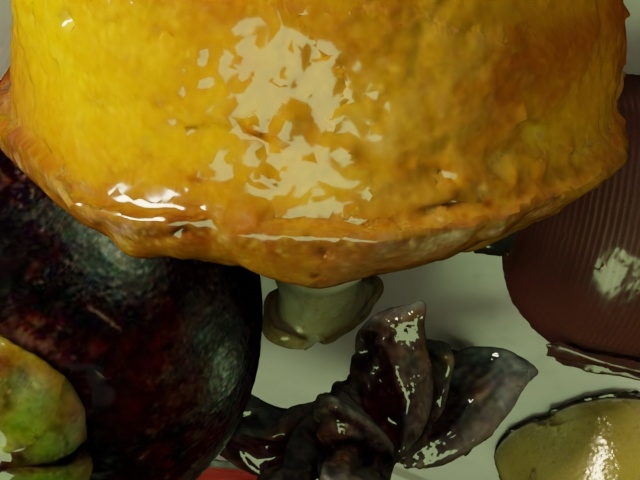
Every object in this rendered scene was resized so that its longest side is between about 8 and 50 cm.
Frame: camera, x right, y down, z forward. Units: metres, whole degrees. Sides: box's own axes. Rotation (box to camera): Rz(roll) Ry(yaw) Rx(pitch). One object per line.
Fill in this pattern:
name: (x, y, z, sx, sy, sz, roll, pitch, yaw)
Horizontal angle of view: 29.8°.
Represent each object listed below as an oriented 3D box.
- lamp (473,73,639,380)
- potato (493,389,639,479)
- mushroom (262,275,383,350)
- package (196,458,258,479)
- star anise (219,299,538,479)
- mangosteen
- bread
lamp: (0.208, -0.001, 0.702, 0.258, 0.180, 0.180, 9, 138, -1)
potato: (0.248, 0.222, 0.991, 0.202, 0.117, 0.182, 12, 141, -5)
mushroom: (0.001, 0.001, 0.798, 0.088, 0.097, 0.212, 23, 147, 8)
package: (-0.126, 0.320, 1.114, 0.194, 0.071, 0.269, 1, 120, -30)
star anise: (0.032, 0.130, 0.857, 0.283, 0.129, 0.212, -18, 170, -35)
mangosteen: (-0.184, 0.061, 0.744, 0.300, 0.300, 0.300, 5, 138, 4)
bread: (-0.008, -0.102, 0.564, 0.312, 0.312, 0.172, 3, 121, 7)
